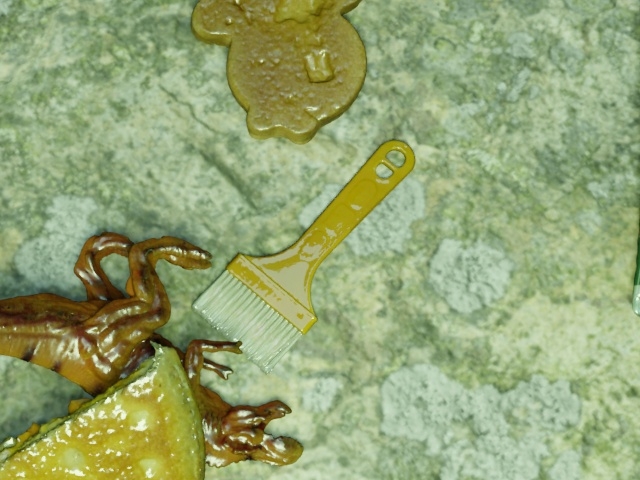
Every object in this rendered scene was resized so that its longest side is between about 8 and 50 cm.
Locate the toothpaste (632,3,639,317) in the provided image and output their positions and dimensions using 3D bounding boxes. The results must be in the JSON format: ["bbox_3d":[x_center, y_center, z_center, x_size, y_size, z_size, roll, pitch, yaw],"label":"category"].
[{"bbox_3d":[0.356,-0.111,1.370,0.099,0.061,0.392,3,74,-4],"label":"toothpaste"}]

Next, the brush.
[{"bbox_3d":[0.000,0.000,1.342,0.103,0.013,0.272,40,74,9],"label":"brush"}]

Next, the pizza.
[{"bbox_3d":[-0.202,0.215,1.183,0.197,0.058,0.292,11,103,-13],"label":"pizza"}]

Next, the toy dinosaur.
[{"bbox_3d":[-0.203,0.074,1.244,0.432,0.097,0.208,21,61,-15],"label":"toy dinosaur"}]

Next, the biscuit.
[{"bbox_3d":[-0.036,-0.217,1.398,0.184,0.035,0.249,-16,74,-7],"label":"biscuit"}]
